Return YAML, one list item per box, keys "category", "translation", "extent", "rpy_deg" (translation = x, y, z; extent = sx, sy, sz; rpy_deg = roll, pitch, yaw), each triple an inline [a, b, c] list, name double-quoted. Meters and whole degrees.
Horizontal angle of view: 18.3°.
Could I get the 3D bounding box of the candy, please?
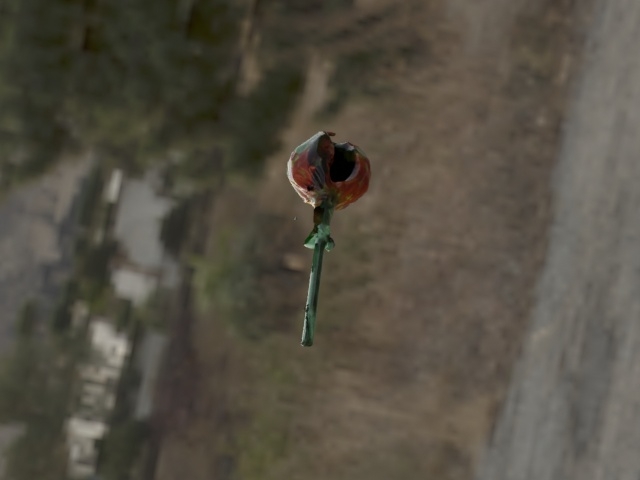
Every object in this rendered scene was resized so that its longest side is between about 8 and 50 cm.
- category: "candy"
  translation: [0.000, 0.000, 1.254]
  extent: [0.185, 0.055, 0.049]
  rpy_deg: [-83, -1, -46]
